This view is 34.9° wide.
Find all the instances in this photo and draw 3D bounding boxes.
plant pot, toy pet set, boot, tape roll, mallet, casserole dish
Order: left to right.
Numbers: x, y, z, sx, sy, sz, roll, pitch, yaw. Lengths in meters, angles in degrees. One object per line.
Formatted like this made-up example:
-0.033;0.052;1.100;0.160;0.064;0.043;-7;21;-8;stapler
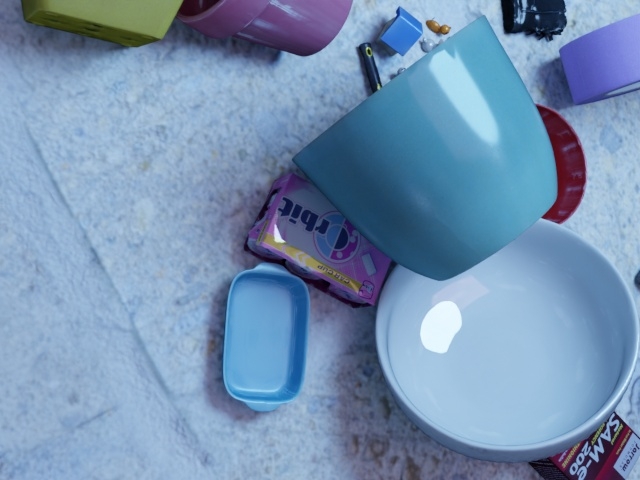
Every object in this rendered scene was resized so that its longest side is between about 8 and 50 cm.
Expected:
-0.254;-0.337;1.199;0.212;0.212;0.187;10;92;-24;plant pot
-0.074;0.123;1.304;0.114;0.037;0.188;8;81;-25;casserole dish
-0.064;-0.330;1.294;0.180;0.201;0.201;23;73;-37;plant pot
0.095;-0.186;1.429;0.062;0.039;0.189;-5;81;-24;mallet
0.144;-0.281;1.445;0.114;0.065;0.122;35;69;-17;toy pet set
0.151;-0.094;1.258;0.293;0.293;0.235;-38;92;-25;plant pot
0.327;-0.367;1.555;0.099;0.045;0.121;-3;92;-23;boot
0.497;-0.281;1.496;0.275;0.275;0.090;-17;91;-26;tape roll

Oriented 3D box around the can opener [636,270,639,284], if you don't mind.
0.615;-0.016;1.616;0.076;0.095;0.283;49;66;-11;can opener

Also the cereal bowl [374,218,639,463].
0.240;0.140;1.349;0.339;0.141;0.339;-2;59;4;cereal bowl

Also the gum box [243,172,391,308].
0.000;0.000;1.340;0.188;0.062;0.107;29;72;-19;gum box

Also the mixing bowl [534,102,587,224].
0.281;-0.098;1.467;0.181;0.098;0.181;4;80;-25;mixing bowl

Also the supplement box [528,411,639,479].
0.343;0.265;1.462;0.239;0.073;0.130;44;67;-14;supplement box
